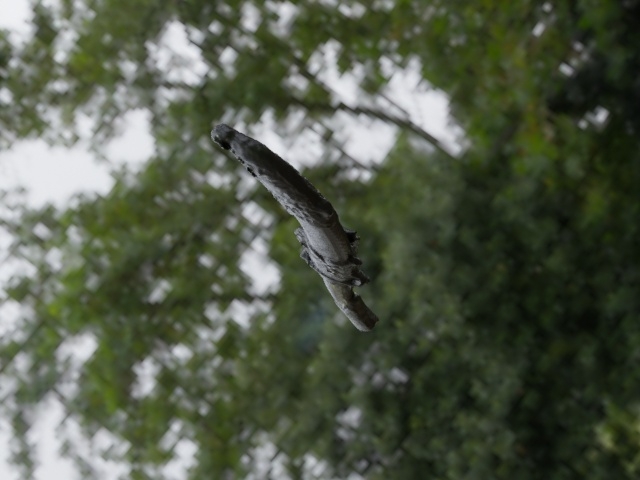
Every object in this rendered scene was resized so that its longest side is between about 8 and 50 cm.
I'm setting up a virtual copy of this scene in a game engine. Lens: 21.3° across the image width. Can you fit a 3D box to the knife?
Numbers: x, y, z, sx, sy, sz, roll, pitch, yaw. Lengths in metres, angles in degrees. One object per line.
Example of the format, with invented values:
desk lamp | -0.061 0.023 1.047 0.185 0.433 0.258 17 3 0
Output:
knife | 0.005 0.002 0.749 0.021 0.045 0.222 -60 -23 -11
